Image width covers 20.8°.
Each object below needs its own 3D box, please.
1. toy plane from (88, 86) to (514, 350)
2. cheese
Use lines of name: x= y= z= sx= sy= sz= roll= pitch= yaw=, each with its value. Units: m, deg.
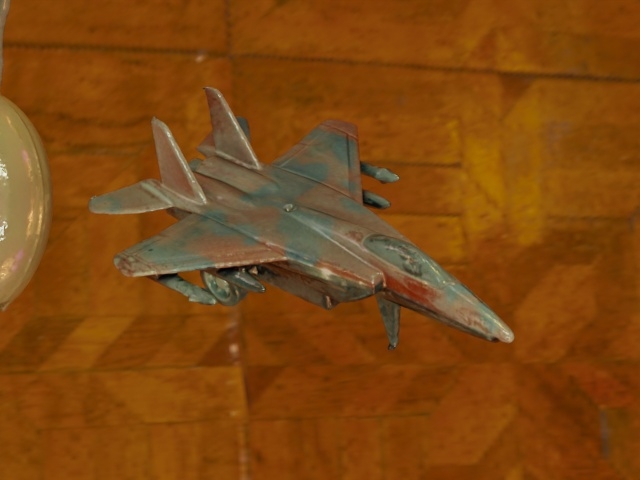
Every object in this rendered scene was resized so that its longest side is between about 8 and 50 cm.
toy plane: x=0.000 y=0.006 z=1.171 sx=0.326 sy=0.104 sz=0.223 roll=33 pitch=50 yaw=30
cheese: x=-0.292 y=-0.085 z=1.438 sx=0.082 sy=0.163 sz=0.286 roll=-2 pitch=97 yaw=-64
